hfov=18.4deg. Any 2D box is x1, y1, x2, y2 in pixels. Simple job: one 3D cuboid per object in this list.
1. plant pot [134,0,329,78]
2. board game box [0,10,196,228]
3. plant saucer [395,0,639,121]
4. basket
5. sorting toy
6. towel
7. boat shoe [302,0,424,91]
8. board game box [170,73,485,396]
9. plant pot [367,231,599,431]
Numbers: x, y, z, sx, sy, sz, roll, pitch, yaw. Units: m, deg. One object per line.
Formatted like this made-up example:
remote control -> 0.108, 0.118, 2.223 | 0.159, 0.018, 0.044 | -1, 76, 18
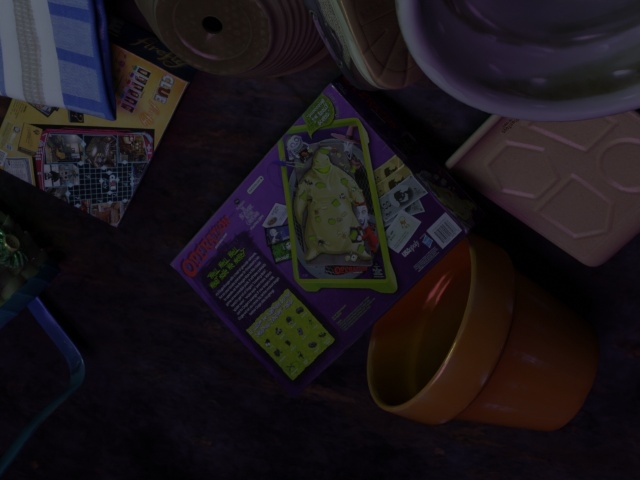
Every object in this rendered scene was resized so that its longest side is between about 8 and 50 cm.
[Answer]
plant pot -> -0.089, -0.237, 1.906 | 0.237, 0.109, 0.237 | 11, 134, 12
board game box -> -0.245, -0.136, 2.100 | 0.165, 0.042, 0.243 | 28, 134, -5
plant saucer -> 0.248, -0.272, 1.691 | 0.400, 0.100, 0.400 | -10, 141, -8
basket -> -0.399, 0.104, 2.228 | 0.201, 0.255, 0.289 | -18, 111, 30
sorting toy -> 0.256, -0.079, 1.971 | 0.208, 0.038, 0.193 | 31, 134, -14
towel -> -0.342, -0.233, 2.014 | 0.285, 0.034, 0.209 | 14, 129, 22
boat shoe -> 0.009, -0.267, 1.805 | 0.092, 0.103, 0.285 | -15, 100, 55
board game box -> 0.000, 0.000, 2.084 | 0.208, 0.056, 0.347 | 45, 132, 0
plant pot -> 0.181, 0.112, 2.071 | 0.188, 0.205, 0.205 | 22, 136, -22
